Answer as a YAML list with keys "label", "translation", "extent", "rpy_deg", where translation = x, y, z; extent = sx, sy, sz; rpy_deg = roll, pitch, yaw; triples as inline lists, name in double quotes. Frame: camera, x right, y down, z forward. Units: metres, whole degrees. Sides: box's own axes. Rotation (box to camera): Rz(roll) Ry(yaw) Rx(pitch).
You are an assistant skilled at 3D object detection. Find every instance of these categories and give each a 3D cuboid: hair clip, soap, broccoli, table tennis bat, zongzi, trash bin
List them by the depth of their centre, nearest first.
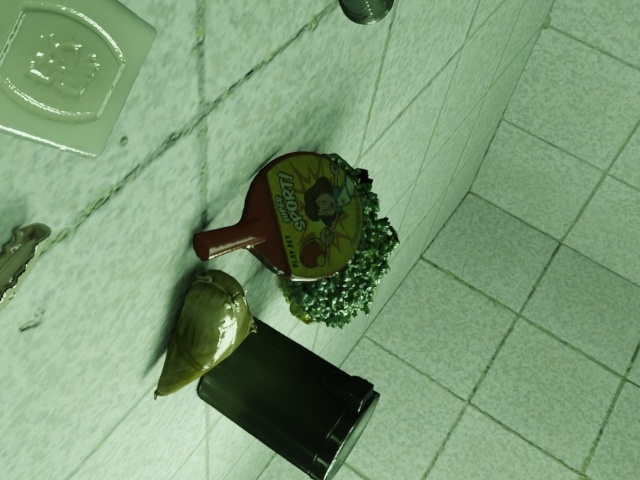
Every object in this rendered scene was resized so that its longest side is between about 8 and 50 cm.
- label: "soap"
  translation: [-0.201, -0.133, 0.498]
  extent: [0.121, 0.064, 0.183]
  rpy_deg: [-62, 166, 4]
- label: "hair clip"
  translation: [-0.312, 0.075, 0.614]
  extent: [0.226, 0.034, 0.072]
  rpy_deg: [-52, 168, -30]
- label: "zongzi"
  translation: [-0.188, 0.146, 1.069]
  extent: [0.197, 0.099, 0.194]
  rpy_deg: [-45, 162, -21]
- label: "table tennis bat"
  translation: [-0.053, -0.027, 1.071]
  extent: [0.310, 0.200, 0.038]
  rpy_deg: [-18, -175, -41]
- label: "broccoli"
  translation: [0.000, 0.000, 1.279]
  extent: [0.288, 0.248, 0.245]
  rpy_deg: [-68, -158, -3]
- label: "trash bin"
  translation: [-0.062, 0.302, 1.390]
  extent: [0.203, 0.302, 0.252]
  rpy_deg: [-40, 154, -50]

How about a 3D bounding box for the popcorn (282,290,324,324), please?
- label: "popcorn"
  translation: [-0.010, 0.105, 1.492]
  extent: [0.162, 0.136, 0.141]
  rpy_deg: [-31, 142, -57]

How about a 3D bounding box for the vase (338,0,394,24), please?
- label: "vase"
  translation: [0.040, -0.323, 0.838]
  extent: [0.115, 0.115, 0.237]
  rpy_deg: [-60, 170, 7]
